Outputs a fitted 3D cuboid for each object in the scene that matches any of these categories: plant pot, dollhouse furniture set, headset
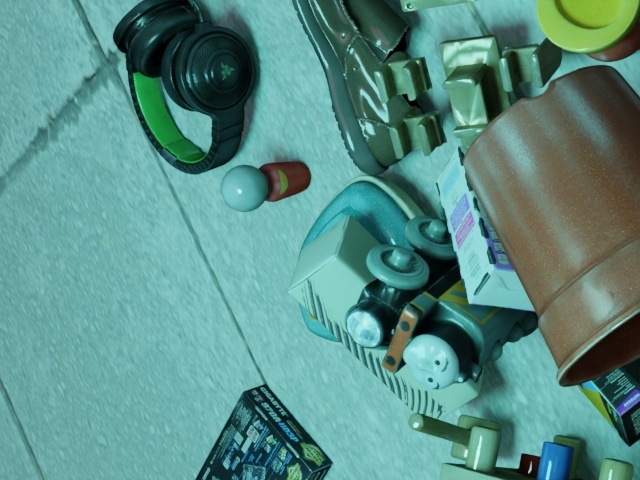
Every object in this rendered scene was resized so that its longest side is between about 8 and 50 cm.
[{"bbox_3d":[0.304,-0.027,1.603,0.272,0.272,0.265,-46,66,40],"label":"plant pot"},{"bbox_3d":[0.192,-0.240,1.850,0.212,0.161,0.242,-4,114,27],"label":"dollhouse furniture set"},{"bbox_3d":[-0.180,-0.291,2.222,0.243,0.185,0.394,39,139,35],"label":"headset"}]

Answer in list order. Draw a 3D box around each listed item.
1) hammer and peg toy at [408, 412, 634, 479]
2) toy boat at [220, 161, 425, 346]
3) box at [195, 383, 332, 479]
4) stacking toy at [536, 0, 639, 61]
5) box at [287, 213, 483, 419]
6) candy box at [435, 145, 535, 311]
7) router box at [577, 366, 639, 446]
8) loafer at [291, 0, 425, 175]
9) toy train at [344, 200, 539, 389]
[{"bbox_3d":[0.268,0.303,1.816,0.361,0.266,0.127,9,87,41],"label":"hammer and peg toy"},{"bbox_3d":[0.000,0.000,2.078,0.318,0.148,0.268,44,127,27],"label":"toy boat"},{"bbox_3d":[-0.093,0.361,2.319,0.175,0.051,0.220,46,127,26],"label":"box"},{"bbox_3d":[0.435,-0.277,1.665,0.309,0.130,0.280,35,96,30],"label":"stacking toy"},{"bbox_3d":[0.090,0.105,1.944,0.094,0.113,0.275,-37,107,29],"label":"box"},{"bbox_3d":[0.241,-0.012,1.781,0.070,0.164,0.196,118,150,-43],"label":"candy box"},{"bbox_3d":[0.337,0.167,1.784,0.046,0.179,0.133,-39,65,0],"label":"router box"},{"bbox_3d":[0.059,-0.276,1.994,0.130,0.134,0.366,-18,96,17],"label":"loafer"},{"bbox_3d":[0.171,0.063,1.818,0.190,0.334,0.142,32,126,19],"label":"toy train"}]
